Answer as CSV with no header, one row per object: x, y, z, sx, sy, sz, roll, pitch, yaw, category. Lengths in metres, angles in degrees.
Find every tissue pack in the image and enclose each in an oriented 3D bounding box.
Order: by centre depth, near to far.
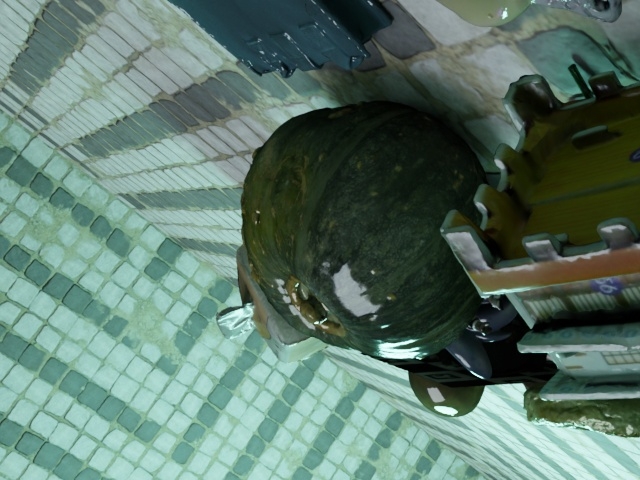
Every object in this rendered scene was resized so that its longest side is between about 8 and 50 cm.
-0.093,0.131,1.525,0.238,0.239,0.305,33,166,5,tissue pack

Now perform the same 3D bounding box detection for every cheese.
0.132,-0.190,0.569,0.171,0.048,0.092,31,167,10,cheese

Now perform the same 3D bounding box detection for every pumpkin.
0.046,-0.019,0.909,0.327,0.257,0.292,20,147,43,pumpkin

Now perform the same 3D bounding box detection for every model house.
0.234,-0.005,0.530,0.224,0.198,0.215,-15,125,43,model house

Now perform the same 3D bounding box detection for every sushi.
0.267,0.162,1.341,0.296,0.100,0.373,0,180,-19,sushi

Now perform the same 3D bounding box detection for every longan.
0.261,0.271,1.651,0.185,0.159,0.204,58,-169,-36,longan

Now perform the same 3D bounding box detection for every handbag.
-0.047,-0.240,0.802,0.179,0.062,0.229,38,166,-28,handbag

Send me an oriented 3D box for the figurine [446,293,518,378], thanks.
0.177,0.071,1.121,0.265,0.175,0.197,33,174,39,figurine

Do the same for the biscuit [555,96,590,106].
0.292,-0.045,0.633,0.280,0.043,0.183,26,146,9,biscuit

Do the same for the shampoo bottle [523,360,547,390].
0.441,0.300,1.491,0.068,0.067,0.236,13,156,42,shampoo bottle

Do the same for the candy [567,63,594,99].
0.260,-0.080,0.681,0.055,0.049,0.185,-25,118,31,candy

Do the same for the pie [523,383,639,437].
0.427,0.250,1.135,0.276,0.079,0.277,4,168,1,pie
